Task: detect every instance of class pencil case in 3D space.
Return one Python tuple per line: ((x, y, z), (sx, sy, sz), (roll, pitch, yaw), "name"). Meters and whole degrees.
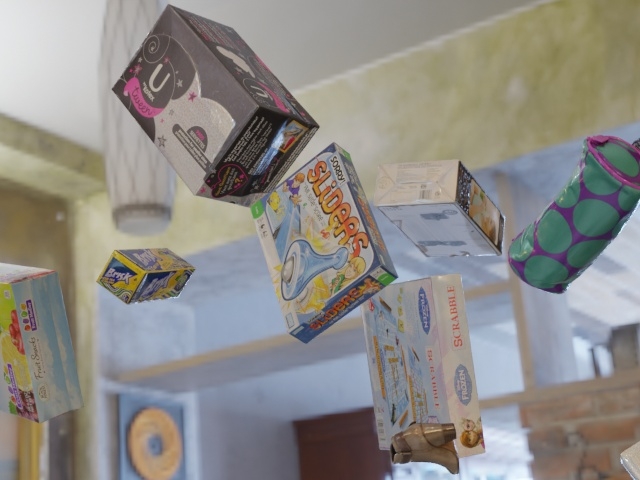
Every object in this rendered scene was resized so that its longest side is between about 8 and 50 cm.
((0.216, -0.022, 1.012), (0.064, 0.070, 0.152), (-12, -32, -35), "pencil case")

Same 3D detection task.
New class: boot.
((0.133, 0.272, 1.556), (0.087, 0.042, 0.118), (-14, -47, -2), "boot")

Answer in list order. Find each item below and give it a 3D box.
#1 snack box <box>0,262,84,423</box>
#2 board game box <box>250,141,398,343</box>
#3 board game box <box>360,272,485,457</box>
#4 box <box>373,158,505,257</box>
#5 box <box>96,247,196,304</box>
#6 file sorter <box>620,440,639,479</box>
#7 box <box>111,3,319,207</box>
((-0.384, 0.120, 1.490), (0.070, 0.175, 0.207), (-17, 13, -38), "snack box")
((0.000, 0.000, 1.375), (0.136, 0.201, 0.035), (-37, -44, 18), "board game box")
((0.179, 0.230, 2.219), (0.065, 0.319, 0.318), (-6, -3, -22), "board game box")
((0.233, -0.056, 2.328), (0.169, 0.087, 0.290), (-2, -22, 27), "box")
((-0.238, 0.047, 1.670), (0.059, 0.054, 0.169), (34, 11, 14), "box")
((0.451, 0.227, 1.119), (0.277, 0.193, 0.173), (-32, -31, -4), "file sorter")
((-0.152, -0.185, 1.689), (0.142, 0.247, 0.163), (13, -59, -51), "box")
